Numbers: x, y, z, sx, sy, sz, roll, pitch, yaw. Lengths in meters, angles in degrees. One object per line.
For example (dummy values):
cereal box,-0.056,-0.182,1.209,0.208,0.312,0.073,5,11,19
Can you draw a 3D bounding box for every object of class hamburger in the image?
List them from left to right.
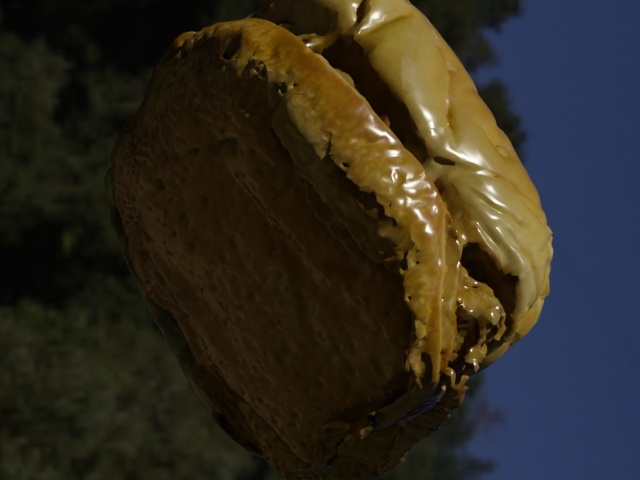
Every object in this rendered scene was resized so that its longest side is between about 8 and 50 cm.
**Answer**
hamburger,0.000,0.000,1.183,0.319,0.158,0.318,30,-50,43
